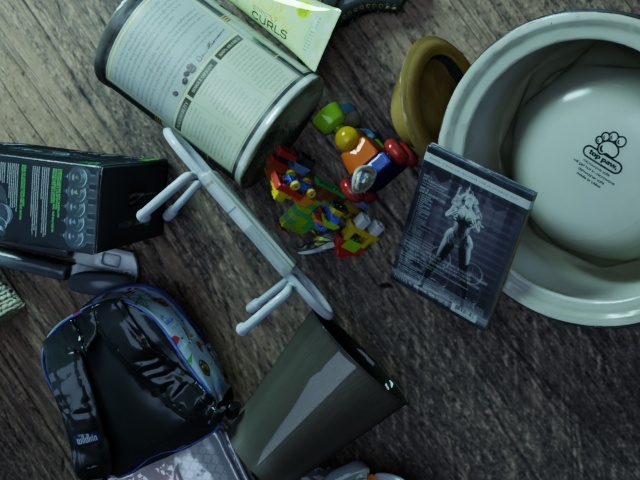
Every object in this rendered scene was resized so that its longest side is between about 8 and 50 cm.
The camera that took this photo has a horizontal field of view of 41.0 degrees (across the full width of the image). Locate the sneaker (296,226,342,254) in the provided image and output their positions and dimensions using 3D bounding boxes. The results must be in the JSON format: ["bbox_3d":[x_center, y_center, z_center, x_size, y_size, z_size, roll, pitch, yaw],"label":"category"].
[{"bbox_3d":[0.000,0.000,1.347,0.083,0.031,0.035,-17,86,5],"label":"sneaker"}]

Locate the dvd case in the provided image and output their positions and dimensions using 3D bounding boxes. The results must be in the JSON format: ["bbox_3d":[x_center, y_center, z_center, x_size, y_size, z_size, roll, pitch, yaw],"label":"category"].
[{"bbox_3d":[0.191,-0.003,1.182,0.164,0.018,0.221,30,124,27],"label":"dvd case"}]

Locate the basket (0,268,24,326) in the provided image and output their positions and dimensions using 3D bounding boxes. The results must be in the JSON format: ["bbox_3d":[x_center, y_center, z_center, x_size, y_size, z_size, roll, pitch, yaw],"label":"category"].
[{"bbox_3d":[-0.590,0.117,1.423,0.113,0.167,0.103,-37,92,14],"label":"basket"}]

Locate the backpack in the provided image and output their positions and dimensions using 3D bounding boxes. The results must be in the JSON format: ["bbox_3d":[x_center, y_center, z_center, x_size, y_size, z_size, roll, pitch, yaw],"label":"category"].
[{"bbox_3d":[-0.288,0.201,1.338,0.276,0.213,0.263,-28,104,8],"label":"backpack"}]

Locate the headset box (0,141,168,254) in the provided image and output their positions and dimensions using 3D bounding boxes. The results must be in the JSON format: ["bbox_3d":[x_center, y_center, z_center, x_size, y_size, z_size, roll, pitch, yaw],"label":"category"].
[{"bbox_3d":[-0.395,-0.070,1.314,0.283,0.246,0.131,8,98,12],"label":"headset box"}]

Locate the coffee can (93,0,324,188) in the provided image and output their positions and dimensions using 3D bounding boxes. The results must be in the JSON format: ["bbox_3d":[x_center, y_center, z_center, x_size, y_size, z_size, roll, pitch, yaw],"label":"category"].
[{"bbox_3d":[-0.162,-0.237,1.266,0.275,0.201,0.202,37,103,6],"label":"coffee can"}]

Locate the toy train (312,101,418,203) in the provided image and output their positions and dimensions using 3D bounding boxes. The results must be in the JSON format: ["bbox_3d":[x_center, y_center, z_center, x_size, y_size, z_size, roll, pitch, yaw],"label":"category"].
[{"bbox_3d":[0.043,-0.136,1.211,0.105,0.248,0.143,-41,82,14],"label":"toy train"}]

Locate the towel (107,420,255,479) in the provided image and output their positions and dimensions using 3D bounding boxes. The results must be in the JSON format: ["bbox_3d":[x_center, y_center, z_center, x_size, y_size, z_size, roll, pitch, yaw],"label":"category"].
[{"bbox_3d":[-0.222,0.512,1.406,0.317,0.053,0.332,-30,81,8],"label":"towel"}]

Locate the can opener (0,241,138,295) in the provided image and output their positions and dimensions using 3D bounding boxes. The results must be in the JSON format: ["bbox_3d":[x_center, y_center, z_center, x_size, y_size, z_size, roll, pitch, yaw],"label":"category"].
[{"bbox_3d":[-0.439,0.033,1.412,0.283,0.095,0.076,12,98,4],"label":"can opener"}]

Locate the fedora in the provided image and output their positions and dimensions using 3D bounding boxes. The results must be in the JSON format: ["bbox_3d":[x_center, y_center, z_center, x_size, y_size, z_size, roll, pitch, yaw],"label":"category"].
[{"bbox_3d":[0.157,-0.195,1.244,0.079,0.194,0.194,-3,97,47],"label":"fedora"}]

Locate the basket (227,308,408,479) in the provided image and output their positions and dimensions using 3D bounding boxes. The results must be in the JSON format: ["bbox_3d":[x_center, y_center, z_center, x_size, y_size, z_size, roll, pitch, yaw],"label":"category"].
[{"bbox_3d":[-0.019,0.251,1.296,0.227,0.154,0.204,-45,95,5],"label":"basket"}]

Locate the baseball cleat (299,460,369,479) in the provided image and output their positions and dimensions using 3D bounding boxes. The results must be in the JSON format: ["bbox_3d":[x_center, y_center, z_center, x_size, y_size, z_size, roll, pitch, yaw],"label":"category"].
[{"bbox_3d":[-0.016,0.370,1.345,0.206,0.072,0.109,-36,55,25],"label":"baseball cleat"}]

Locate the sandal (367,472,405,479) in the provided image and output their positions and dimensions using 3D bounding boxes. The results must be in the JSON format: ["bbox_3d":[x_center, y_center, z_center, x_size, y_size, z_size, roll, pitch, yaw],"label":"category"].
[{"bbox_3d":[0.062,0.434,1.363,0.265,0.076,0.102,-26,65,34],"label":"sandal"}]

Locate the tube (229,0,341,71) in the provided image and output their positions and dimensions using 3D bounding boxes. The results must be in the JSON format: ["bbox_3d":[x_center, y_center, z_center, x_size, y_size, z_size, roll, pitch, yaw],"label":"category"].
[{"bbox_3d":[-0.066,-0.343,1.254,0.062,0.070,0.240,-37,57,-19],"label":"tube"}]

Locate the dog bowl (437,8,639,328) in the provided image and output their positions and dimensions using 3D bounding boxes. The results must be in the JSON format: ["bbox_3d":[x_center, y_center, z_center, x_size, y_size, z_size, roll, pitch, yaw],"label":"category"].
[{"bbox_3d":[0.367,-0.099,1.128,0.407,0.150,0.408,13,113,33],"label":"dog bowl"}]

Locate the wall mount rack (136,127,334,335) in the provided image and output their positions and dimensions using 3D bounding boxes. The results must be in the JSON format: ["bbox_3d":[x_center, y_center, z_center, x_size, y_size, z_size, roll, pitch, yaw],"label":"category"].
[{"bbox_3d":[-0.137,0.008,1.238,0.130,0.304,0.350,-41,93,2],"label":"wall mount rack"}]

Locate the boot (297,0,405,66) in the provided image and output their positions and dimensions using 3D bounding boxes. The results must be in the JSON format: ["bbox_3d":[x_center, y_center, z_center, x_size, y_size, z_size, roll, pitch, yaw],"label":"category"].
[{"bbox_3d":[0.054,-0.338,1.276,0.137,0.077,0.198,21,102,4],"label":"boot"}]

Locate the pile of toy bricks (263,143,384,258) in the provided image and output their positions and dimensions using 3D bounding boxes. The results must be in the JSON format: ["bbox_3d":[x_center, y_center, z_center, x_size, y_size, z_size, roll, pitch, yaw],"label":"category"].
[{"bbox_3d":[-0.018,-0.046,1.277,0.105,0.212,0.118,-44,44,22],"label":"pile of toy bricks"}]
